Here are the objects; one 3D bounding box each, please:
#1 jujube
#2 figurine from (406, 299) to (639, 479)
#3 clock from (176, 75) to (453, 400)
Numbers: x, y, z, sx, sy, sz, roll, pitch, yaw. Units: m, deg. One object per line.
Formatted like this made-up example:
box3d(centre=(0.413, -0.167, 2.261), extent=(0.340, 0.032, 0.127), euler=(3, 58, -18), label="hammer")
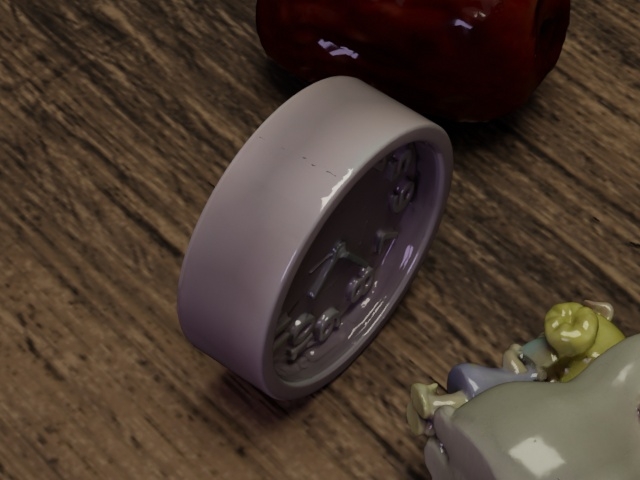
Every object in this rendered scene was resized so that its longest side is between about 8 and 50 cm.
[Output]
box3d(centre=(0.066, -0.170, 1.140), extent=(0.230, 0.155, 0.155), euler=(12, 50, 11), label="jujube")
box3d(centre=(0.186, 0.113, 0.920), extent=(0.235, 0.127, 0.155), euler=(-17, 42, -22), label="figurine")
box3d(centre=(0.000, 0.000, 0.957), extent=(0.068, 0.197, 0.197), euler=(32, 56, 23), label="clock")
